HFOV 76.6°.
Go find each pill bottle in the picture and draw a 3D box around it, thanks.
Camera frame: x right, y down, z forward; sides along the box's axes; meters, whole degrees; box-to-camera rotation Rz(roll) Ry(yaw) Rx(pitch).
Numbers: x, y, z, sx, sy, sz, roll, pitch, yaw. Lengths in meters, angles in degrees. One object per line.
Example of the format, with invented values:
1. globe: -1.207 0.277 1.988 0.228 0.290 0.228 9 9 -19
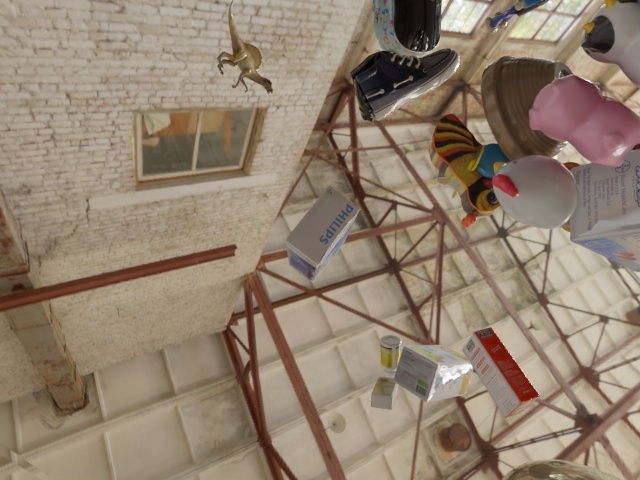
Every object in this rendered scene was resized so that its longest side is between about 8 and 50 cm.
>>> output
1. pill bottle: 0.215 0.352 1.231 0.065 0.116 0.065 -3 -164 1

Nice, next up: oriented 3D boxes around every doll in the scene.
1. doll: 0.456 -0.518 0.877 0.129 0.189 0.046 -35 -75 -18

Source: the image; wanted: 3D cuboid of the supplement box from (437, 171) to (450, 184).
1. supplement box: 0.407 -0.220 1.274 0.043 0.055 0.083 12 -91 -39

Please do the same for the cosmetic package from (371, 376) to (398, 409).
1. cosmetic package: 0.183 0.431 1.149 0.060 0.041 0.115 1 -175 17

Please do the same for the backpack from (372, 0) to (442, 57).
1. backpack: 0.296 -0.754 1.379 0.225 0.191 0.254 -9 -83 -25

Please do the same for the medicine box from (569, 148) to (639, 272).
1. medicine box: 0.635 -0.053 0.683 0.263 0.289 0.149 17 -106 -29

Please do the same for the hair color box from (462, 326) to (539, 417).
1. hair color box: 0.325 0.239 0.743 0.043 0.072 0.141 -11 -132 -16

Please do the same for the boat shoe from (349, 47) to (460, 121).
1. boat shoe: 0.247 -0.505 1.192 0.340 0.158 0.127 -35 -142 0

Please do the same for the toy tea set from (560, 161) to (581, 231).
1. toy tea set: 0.755 -0.094 1.117 0.124 0.200 0.336 42 -127 -37

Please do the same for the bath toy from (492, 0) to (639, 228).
1. bath toy: 0.334 -0.169 0.501 0.129 0.348 0.151 9 -142 -28

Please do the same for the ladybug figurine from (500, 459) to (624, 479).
1. ladybug figurine: 0.388 0.487 0.591 0.449 0.305 0.162 59 -172 -17

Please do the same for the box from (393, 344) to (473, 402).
1. box: 0.312 0.354 1.100 0.203 0.103 0.114 12 -175 -41

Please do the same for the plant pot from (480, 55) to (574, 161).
1. plant pot: 0.427 -0.264 0.786 0.237 0.109 0.237 10 -108 -33

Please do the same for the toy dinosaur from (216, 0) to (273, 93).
1. toy dinosaur: -0.167 -0.376 0.830 0.092 0.183 0.053 -36 -151 -11

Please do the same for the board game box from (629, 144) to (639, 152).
1. board game box: 1.004 -0.225 1.316 0.208 0.347 0.056 -17 -128 -30

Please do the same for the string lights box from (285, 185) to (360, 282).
1. string lights box: 0.000 0.000 0.838 0.076 0.260 0.133 37 -102 6

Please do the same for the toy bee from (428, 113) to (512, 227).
1. toy bee: 0.319 -0.116 0.818 0.162 0.195 0.298 -45 -124 -7
